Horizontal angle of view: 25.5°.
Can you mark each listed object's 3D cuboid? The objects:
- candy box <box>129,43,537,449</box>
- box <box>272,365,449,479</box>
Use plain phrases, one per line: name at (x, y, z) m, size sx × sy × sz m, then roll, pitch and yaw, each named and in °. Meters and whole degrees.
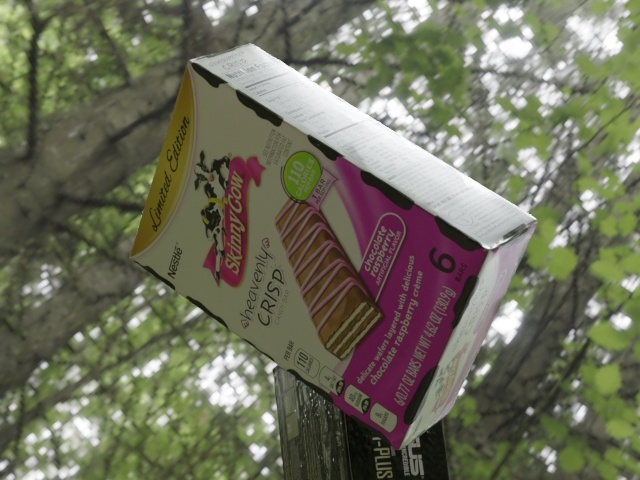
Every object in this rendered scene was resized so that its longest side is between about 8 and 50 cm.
candy box at (0.000, 0.000, 0.901) m, size 0.233 × 0.071 × 0.159 m, roll 34°, pitch -58°, yaw 22°
box at (0.030, 0.165, 1.049) m, size 0.147 × 0.078 × 0.180 m, roll 137°, pitch -51°, yaw -63°
